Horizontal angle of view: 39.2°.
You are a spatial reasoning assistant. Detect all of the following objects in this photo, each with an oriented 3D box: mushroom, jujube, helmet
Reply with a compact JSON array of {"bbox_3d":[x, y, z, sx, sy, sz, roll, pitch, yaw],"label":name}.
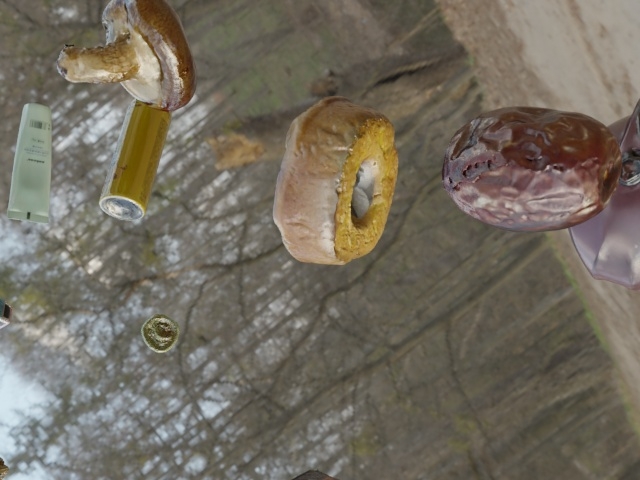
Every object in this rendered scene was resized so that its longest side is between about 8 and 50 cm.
[{"bbox_3d":[-0.370,-0.371,1.867,0.267,0.254,0.267,40,-178,-2],"label":"mushroom"},{"bbox_3d":[0.292,-0.100,1.266,0.243,0.183,0.183,9,159,34],"label":"jujube"},{"bbox_3d":[0.530,-0.069,1.580,0.271,0.197,0.338,-7,-100,-62],"label":"helmet"}]

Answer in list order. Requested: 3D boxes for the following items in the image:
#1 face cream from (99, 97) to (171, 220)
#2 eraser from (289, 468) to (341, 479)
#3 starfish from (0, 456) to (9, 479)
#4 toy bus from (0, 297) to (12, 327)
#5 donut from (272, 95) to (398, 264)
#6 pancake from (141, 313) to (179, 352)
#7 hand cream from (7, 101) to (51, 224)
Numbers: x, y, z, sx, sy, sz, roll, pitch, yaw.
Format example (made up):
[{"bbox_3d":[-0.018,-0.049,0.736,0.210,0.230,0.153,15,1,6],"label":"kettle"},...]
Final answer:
[{"bbox_3d":[-0.409,-0.218,2.047,0.105,0.105,0.349,45,-135,-46],"label":"face cream"},{"bbox_3d":[-0.057,0.585,1.887,0.155,0.101,0.332,11,-168,34],"label":"eraser"},{"bbox_3d":[-0.673,0.471,1.733,0.190,0.074,0.146,53,-133,-19],"label":"starfish"},{"bbox_3d":[-0.740,0.172,1.979,0.075,0.123,0.060,40,-147,-41],"label":"toy bus"},{"bbox_3d":[0.030,-0.106,1.709,0.150,0.299,0.317,18,141,30],"label":"donut"},{"bbox_3d":[-0.443,0.256,2.480,0.108,0.108,0.017,50,168,-8],"label":"pancake"},{"bbox_3d":[-0.747,-0.206,2.338,0.109,0.067,0.321,10,-107,-38],"label":"hand cream"}]
